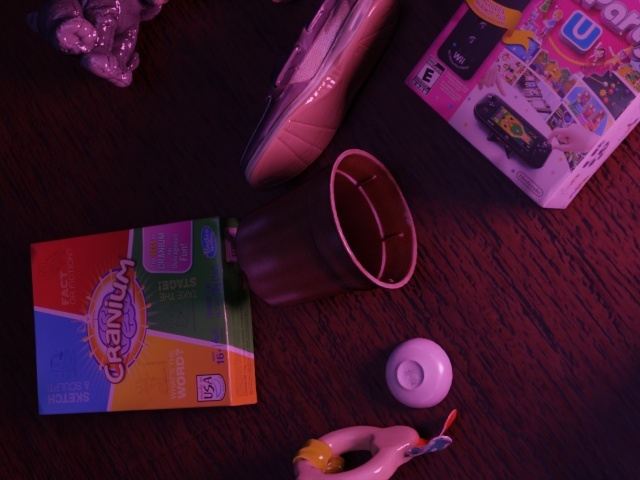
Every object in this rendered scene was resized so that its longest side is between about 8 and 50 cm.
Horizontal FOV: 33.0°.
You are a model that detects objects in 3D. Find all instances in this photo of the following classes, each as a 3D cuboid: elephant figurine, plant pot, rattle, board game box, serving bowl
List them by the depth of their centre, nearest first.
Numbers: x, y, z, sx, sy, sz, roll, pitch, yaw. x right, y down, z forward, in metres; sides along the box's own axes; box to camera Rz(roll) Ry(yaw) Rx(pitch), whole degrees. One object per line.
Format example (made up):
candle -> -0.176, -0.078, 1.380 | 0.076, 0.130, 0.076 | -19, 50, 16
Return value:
board game box -> 0.268, -0.219, 1.157 | 0.224, 0.097, 0.303 | 45, 111, 21
rattle -> 0.076, 0.286, 1.260 | 0.199, 0.130, 0.143 | -14, 92, 0
serving bowl -> 0.111, 0.157, 1.268 | 0.083, 0.027, 0.083 | -1, 88, 28
plant pot -> 0.000, 0.000, 1.270 | 0.165, 0.167, 0.167 | -22, 77, 33
elephant figurine -> -0.258, -0.338, 1.437 | 0.186, 0.169, 0.239 | 31, 95, -16
board game box -> -0.241, 0.106, 1.438 | 0.316, 0.064, 0.242 | -8, 84, 27

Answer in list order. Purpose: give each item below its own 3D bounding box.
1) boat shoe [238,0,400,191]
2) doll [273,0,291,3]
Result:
boat shoe -> -0.015, -0.193, 1.318 | 0.092, 0.103, 0.285 | 40, 102, 29
doll -> -0.083, -0.392, 1.390 | 0.189, 0.046, 0.129 | 51, 119, 27
